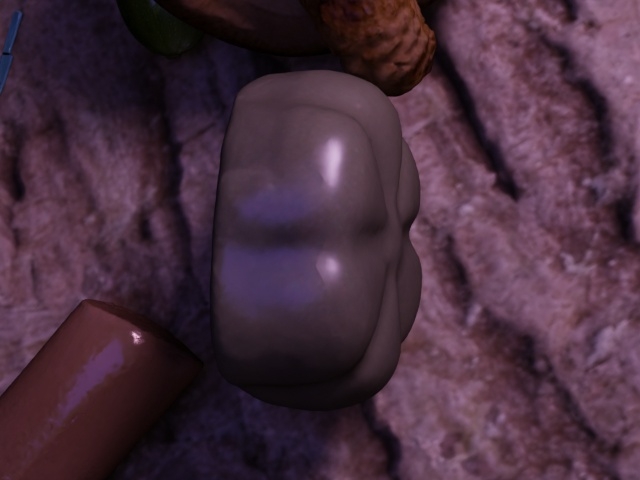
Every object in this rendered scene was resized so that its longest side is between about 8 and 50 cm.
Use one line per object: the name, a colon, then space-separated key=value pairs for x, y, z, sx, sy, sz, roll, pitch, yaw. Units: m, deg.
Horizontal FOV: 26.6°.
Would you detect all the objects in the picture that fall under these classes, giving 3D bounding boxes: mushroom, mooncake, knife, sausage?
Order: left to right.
knife: x=-0.304 y=-0.179 z=1.311 sx=0.014 sy=0.005 sz=0.091 roll=17 pitch=90 yaw=22
sausage: x=-0.222 y=0.160 z=1.183 sx=0.123 sy=0.123 sz=0.253 roll=44 pitch=97 yaw=19
mushroom: x=-0.010 y=-0.301 z=1.077 sx=0.345 sy=0.239 sz=0.345 roll=-5 pitch=108 yaw=-15
mooncake: x=0.000 y=0.000 z=1.047 sx=0.135 sy=0.275 sz=0.275 roll=1 pitch=84 yaw=13

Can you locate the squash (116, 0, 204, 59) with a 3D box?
squash: x=-0.170 y=-0.348 z=1.219 sx=0.101 sy=0.101 sz=0.378 roll=-17 pitch=85 yaw=17
